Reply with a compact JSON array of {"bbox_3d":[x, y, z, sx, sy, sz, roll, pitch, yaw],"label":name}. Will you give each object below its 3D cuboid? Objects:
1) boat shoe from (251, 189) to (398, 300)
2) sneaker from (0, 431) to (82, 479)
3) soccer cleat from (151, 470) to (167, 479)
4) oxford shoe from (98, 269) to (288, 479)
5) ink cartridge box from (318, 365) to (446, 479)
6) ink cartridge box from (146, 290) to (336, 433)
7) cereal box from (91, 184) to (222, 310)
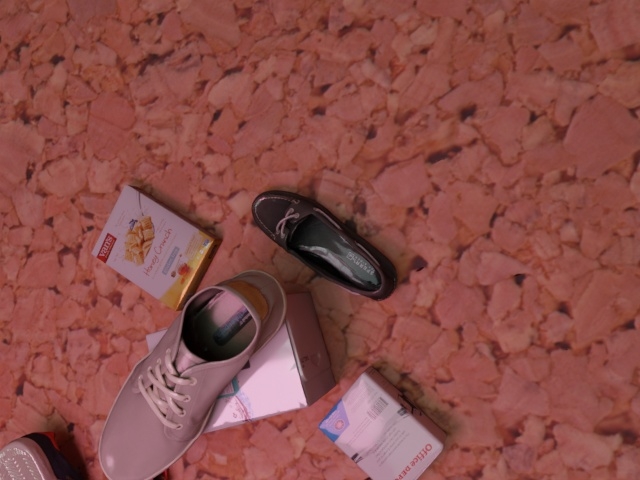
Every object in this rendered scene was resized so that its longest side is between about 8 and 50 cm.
[{"bbox_3d":[0.000,0.000,1.161,0.335,0.095,0.112,33,97,14],"label":"boat shoe"},{"bbox_3d":[-0.540,0.561,1.275,0.131,0.148,0.350,-19,89,6],"label":"sneaker"},{"bbox_3d":[-0.376,0.530,1.250,0.116,0.108,0.319,10,89,12],"label":"soccer cleat"},{"bbox_3d":[-0.230,0.226,0.999,0.169,0.130,0.449,43,100,12],"label":"oxford shoe"},{"bbox_3d":[0.114,0.350,1.127,0.190,0.082,0.140,41,99,12],"label":"ink cartridge box"},{"bbox_3d":[-0.139,0.226,1.142,0.269,0.198,0.197,-17,83,14],"label":"ink cartridge box"},{"bbox_3d":[-0.346,0.014,1.282,0.240,0.047,0.173,30,96,14],"label":"cereal box"}]
